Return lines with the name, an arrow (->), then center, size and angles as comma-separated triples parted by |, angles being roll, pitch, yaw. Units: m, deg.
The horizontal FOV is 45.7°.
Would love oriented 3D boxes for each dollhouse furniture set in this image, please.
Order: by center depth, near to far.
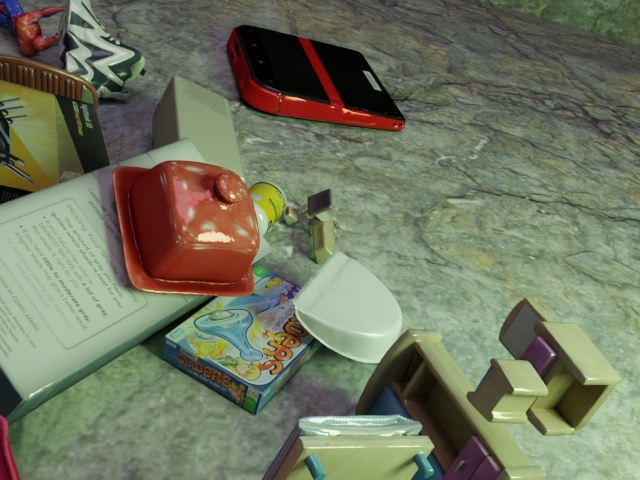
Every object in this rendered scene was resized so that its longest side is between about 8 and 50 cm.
dollhouse furniture set -> 0.033, 0.153, 0.676 | 0.304, 0.286, 0.198 | 8, 31, -34
dollhouse furniture set -> 0.000, 0.000, 1.157 | 0.081, 0.091, 0.114 | 41, 37, -46

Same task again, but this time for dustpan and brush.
dustpan and brush -> 0.072, 0.116, 0.938 | 0.211, 0.060, 0.147 | 31, 37, 9

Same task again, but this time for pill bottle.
pill bottle -> -0.099, -0.038, 1.118 | 0.065, 0.065, 0.116 | 22, 33, 10

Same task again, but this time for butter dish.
butter dish -> -0.125, -0.030, 0.821 | 0.160, 0.118, 0.159 | 7, 57, -40

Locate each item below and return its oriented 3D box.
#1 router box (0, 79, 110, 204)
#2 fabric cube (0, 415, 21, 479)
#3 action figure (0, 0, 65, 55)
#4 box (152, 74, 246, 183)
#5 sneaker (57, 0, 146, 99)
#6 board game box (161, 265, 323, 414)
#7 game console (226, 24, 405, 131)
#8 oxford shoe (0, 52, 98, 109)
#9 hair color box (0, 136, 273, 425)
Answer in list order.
router box -> -0.422, -0.119, 1.043 | 0.243, 0.081, 0.308 | 12, 30, -31
fabric cube -> -0.256, 0.287, 0.372 | 0.259, 0.258, 0.254 | -7, 38, -32
action figure -> -0.569, -0.448, 1.516 | 0.139, 0.091, 0.280 | -18, 44, -29
box -> -0.198, -0.149, 1.197 | 0.113, 0.094, 0.275 | 23, 28, -25
sneaker -> -0.401, -0.357, 1.411 | 0.153, 0.094, 0.234 | 9, 54, -31
board game box -> -0.076, 0.113, 0.924 | 0.136, 0.035, 0.201 | 27, 33, 17
game console -> -0.021, -0.356, 1.662 | 0.342, 0.060, 0.386 | 9, 33, -21
oxford shoe -> -0.537, -0.260, 1.221 | 0.349, 0.122, 0.130 | 6, 28, -18
hair color box -> -0.244, 0.030, 0.846 | 0.185, 0.114, 0.374 | 53, 40, 3
